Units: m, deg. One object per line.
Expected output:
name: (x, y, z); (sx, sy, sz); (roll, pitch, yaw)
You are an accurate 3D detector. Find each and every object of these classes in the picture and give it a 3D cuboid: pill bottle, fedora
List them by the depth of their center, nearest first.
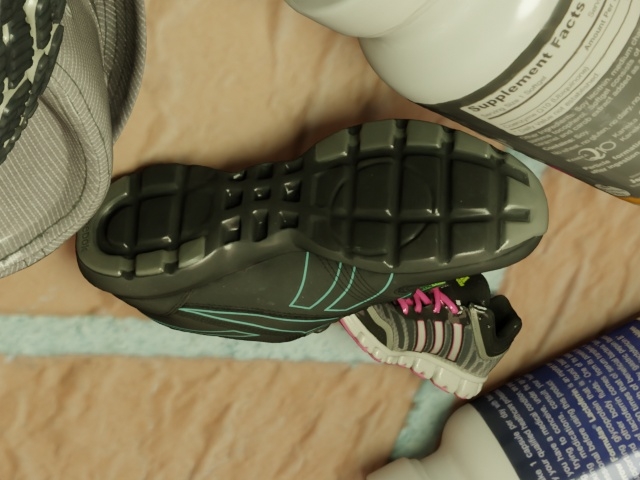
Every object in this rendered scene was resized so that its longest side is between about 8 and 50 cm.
fedora: (-0.195, -0.080, 0.982); (0.244, 0.124, 0.275); (-24, 132, -6)
pill bottle: (0.119, -0.131, 1.065); (0.278, 0.162, 0.162); (22, 114, -35)
pill bottle: (0.174, 0.154, 1.315); (0.265, 0.153, 0.153); (-26, 132, -5)

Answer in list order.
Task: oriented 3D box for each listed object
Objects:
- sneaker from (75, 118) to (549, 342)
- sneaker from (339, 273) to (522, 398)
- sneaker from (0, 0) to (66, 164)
sneaker: (0.000, 0.000, 1.127); (0.267, 0.101, 0.106); (-4, 147, 15)
sneaker: (0.066, 0.041, 1.240); (0.075, 0.063, 0.170); (-47, 135, 15)
sneaker: (-0.170, -0.114, 0.850); (0.110, 0.107, 0.275); (18, 121, 9)
